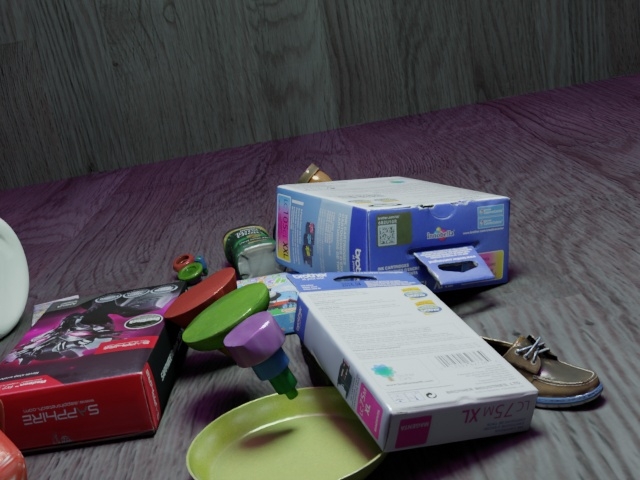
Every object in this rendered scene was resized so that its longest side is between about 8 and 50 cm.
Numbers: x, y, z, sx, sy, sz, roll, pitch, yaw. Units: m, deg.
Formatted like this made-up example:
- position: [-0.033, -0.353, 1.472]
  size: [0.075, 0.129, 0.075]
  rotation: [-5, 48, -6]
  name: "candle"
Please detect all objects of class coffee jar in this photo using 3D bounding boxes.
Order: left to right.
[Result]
- position: [-0.130, 0.023, 1.735]
  size: [0.096, 0.079, 0.184]
  rotation: [-14, 16, -13]
  name: "coffee jar"

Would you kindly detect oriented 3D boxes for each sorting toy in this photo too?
- position: [-0.250, 0.061, 1.768]
  size: [0.061, 0.042, 0.102]
  rotation: [-29, 31, -9]
  name: "sorting toy"
- position: [-0.103, 0.135, 1.198]
  size: [0.127, 0.126, 0.365]
  rotation: [-35, 17, -13]
  name: "sorting toy"

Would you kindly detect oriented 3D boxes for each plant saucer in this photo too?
- position: [-0.027, 0.232, 1.006]
  size: [0.241, 0.037, 0.241]
  rotation: [-10, 16, 3]
  name: "plant saucer"

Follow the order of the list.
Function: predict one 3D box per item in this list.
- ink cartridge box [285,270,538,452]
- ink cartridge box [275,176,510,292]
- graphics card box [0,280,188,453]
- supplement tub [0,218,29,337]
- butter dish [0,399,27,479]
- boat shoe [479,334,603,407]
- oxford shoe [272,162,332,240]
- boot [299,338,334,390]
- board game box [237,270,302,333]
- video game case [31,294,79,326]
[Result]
- position: [0.091, 0.127, 1.070]
  size: [0.186, 0.065, 0.311]
  rotation: [-2, 27, -24]
  name: "ink cartridge box"
- position: [0.124, -0.009, 1.481]
  size: [0.270, 0.151, 0.395]
  rotation: [-6, 10, -26]
  name: "ink cartridge box"
- position: [-0.323, 0.172, 1.310]
  size: [0.233, 0.094, 0.371]
  rotation: [-10, 15, 4]
  name: "graphics card box"
- position: [-0.733, 0.078, 1.638]
  size: [0.331, 0.241, 0.241]
  rotation: [-6, 16, 16]
  name: "supplement tub"
- position: [-0.358, 0.274, 0.930]
  size: [0.118, 0.160, 0.160]
  rotation: [23, 29, 21]
  name: "butter dish"
- position: [0.241, 0.149, 1.066]
  size: [0.183, 0.066, 0.066]
  rotation: [3, 20, 40]
  name: "boat shoe"
- position: [-0.033, -0.052, 1.713]
  size: [0.076, 0.076, 0.212]
  rotation: [-54, -2, -40]
  name: "oxford shoe"
- position: [0.054, 0.126, 1.230]
  size: [0.161, 0.083, 0.246]
  rotation: [-11, 10, -4]
  name: "boot"
- position: [-0.108, 0.109, 1.491]
  size: [0.160, 0.039, 0.211]
  rotation: [-10, 15, 2]
  name: "board game box"
- position: [-0.500, 0.135, 1.709]
  size: [0.087, 0.011, 0.122]
  rotation: [-14, 16, -12]
  name: "video game case"
